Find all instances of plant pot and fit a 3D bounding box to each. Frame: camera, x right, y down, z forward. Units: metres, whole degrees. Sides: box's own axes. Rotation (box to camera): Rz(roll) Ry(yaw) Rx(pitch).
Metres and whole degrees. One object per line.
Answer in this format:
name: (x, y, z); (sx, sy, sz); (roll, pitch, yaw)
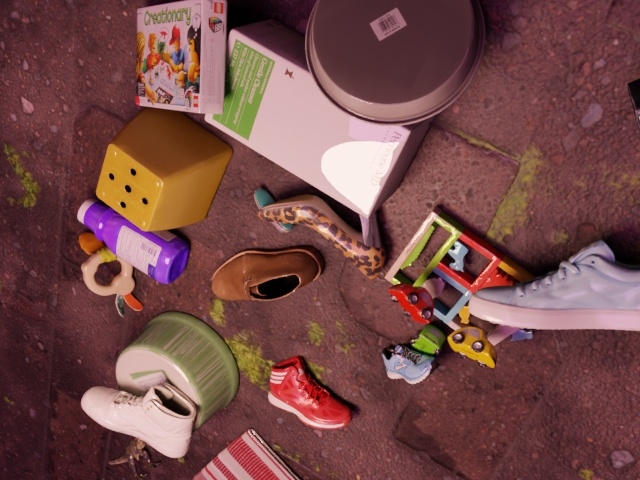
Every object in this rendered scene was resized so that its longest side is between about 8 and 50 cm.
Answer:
plant pot: (-0.349, -0.143, 1.468); (0.212, 0.187, 0.212); (35, 126, 8)

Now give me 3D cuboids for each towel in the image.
towel: (-0.196, 0.671, 1.901); (0.237, 0.037, 0.329); (45, 126, 4)

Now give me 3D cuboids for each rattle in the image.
rattle: (-0.546, 0.091, 1.775); (0.143, 0.130, 0.199); (13, 147, 35)

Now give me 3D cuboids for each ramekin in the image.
ramekin: (-0.373, 0.348, 1.758); (0.303, 0.148, 0.303); (13, 120, 23)

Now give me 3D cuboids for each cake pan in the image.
cake pan: (0.114, -0.332, 1.101); (0.293, 0.054, 0.293); (-1, 84, 11)

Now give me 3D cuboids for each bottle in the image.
bottle: (-0.452, -0.008, 1.653); (0.283, 0.092, 0.118); (29, 124, 14)

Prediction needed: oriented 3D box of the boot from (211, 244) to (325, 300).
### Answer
boot: (-0.143, 0.087, 1.520); (0.305, 0.115, 0.112); (-15, 108, 35)

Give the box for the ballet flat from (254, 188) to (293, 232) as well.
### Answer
ballet flat: (-0.105, -0.059, 1.471); (0.114, 0.041, 0.041); (49, 127, 0)

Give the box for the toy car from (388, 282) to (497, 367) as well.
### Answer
toy car: (0.228, 0.177, 1.357); (0.239, 0.053, 0.225); (37, 159, 10)

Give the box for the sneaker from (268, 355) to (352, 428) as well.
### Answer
sneaker: (-0.029, 0.351, 1.610); (0.221, 0.087, 0.128); (12, 121, 22)

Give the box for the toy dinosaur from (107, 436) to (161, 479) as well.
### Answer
toy dinosaur: (-0.552, 0.656, 2.077); (0.118, 0.064, 0.268); (48, 130, 7)

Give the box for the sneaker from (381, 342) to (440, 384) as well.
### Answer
sneaker: (0.178, 0.250, 1.429); (0.162, 0.063, 0.073); (-12, 110, 57)

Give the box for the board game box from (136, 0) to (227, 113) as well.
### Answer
board game box: (-0.268, -0.343, 1.294); (0.305, 0.053, 0.193); (19, 109, 53)

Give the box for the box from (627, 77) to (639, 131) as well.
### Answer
box: (0.628, -0.073, 0.925); (0.293, 0.212, 0.395); (-20, 104, 26)

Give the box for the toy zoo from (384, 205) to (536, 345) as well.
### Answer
toy zoo: (0.290, 0.091, 1.332); (0.293, 0.030, 0.192); (36, 126, 8)

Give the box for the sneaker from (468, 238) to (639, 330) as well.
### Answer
sneaker: (0.439, 0.072, 1.181); (0.366, 0.135, 0.150); (-1, 92, 14)

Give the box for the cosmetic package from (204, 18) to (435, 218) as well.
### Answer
cosmetic package: (-0.003, -0.228, 1.254); (0.365, 0.155, 0.197); (32, 124, 13)

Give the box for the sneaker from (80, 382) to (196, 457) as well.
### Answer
sneaker: (-0.432, 0.389, 1.661); (0.292, 0.108, 0.169); (23, 123, 5)

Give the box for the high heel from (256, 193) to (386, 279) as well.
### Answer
high heel: (0.000, 0.000, 1.402); (0.261, 0.093, 0.186); (-4, 106, 21)
